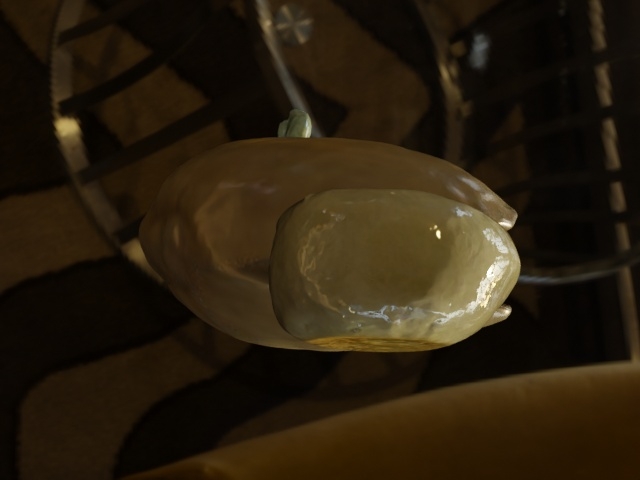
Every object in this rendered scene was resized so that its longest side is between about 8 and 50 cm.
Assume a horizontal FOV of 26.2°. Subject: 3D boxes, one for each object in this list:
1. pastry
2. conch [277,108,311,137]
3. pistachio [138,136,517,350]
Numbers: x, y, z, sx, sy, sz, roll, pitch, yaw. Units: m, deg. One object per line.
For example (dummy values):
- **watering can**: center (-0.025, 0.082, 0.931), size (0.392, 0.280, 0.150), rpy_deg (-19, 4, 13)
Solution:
- **pastry**: center (0.043, 0.021, 0.842), size (0.156, 0.156, 0.092), rpy_deg (6, 83, -29)
- **conch**: center (0.006, -0.012, 1.251), size (0.131, 0.172, 0.199), rpy_deg (16, 62, -10)
- **pistachio**: center (0.000, 0.000, 1.039), size (0.181, 0.293, 0.162), rpy_deg (-45, 134, -69)
